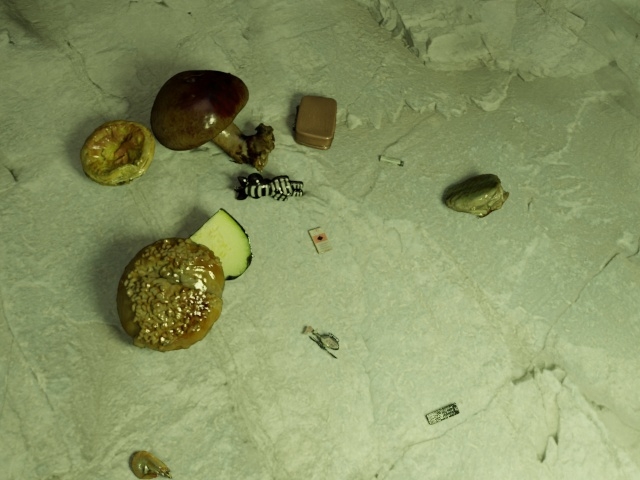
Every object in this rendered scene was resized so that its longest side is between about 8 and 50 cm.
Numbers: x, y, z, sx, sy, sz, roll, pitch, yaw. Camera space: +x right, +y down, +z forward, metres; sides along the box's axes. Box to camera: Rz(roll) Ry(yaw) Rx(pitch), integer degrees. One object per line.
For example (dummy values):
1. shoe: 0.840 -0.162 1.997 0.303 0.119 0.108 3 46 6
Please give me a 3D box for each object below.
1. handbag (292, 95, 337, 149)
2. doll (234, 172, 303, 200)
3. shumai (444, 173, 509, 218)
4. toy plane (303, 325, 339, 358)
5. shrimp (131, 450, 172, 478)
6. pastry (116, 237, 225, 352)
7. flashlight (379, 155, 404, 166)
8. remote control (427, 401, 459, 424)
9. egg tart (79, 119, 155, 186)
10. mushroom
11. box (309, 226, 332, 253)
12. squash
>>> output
1. handbag: -0.020 -0.413 1.845 0.151 0.072 0.193 7 62 -4
2. doll: -0.164 -0.168 1.677 0.219 0.091 0.067 0 37 -6
3. shumai: 0.515 -0.134 1.735 0.201 0.201 0.120 -41 113 -25
4. toy plane: 0.011 0.277 1.478 0.121 0.031 0.049 38 71 11
5. shrimp: -0.408 0.551 1.272 0.108 0.023 0.059 33 71 11
6. pastry: -0.395 0.135 1.396 0.284 0.184 0.315 15 72 0
7. flashlight: 0.247 -0.273 1.828 0.083 0.018 0.018 14 60 1
8. remote control: 0.328 0.465 1.419 0.091 0.016 0.034 -17 80 -16
9. egg tart: -0.624 -0.265 1.651 0.241 0.106 0.241 -1 66 2
10. mushroom: -0.352 -0.395 1.727 0.334 0.356 0.331 -11 57 30
11. box: 0.000 0.000 1.644 0.046 0.012 0.083 -18 64 -16
12. squash: -0.287 0.025 1.559 0.192 0.085 0.184 -41 97 6
